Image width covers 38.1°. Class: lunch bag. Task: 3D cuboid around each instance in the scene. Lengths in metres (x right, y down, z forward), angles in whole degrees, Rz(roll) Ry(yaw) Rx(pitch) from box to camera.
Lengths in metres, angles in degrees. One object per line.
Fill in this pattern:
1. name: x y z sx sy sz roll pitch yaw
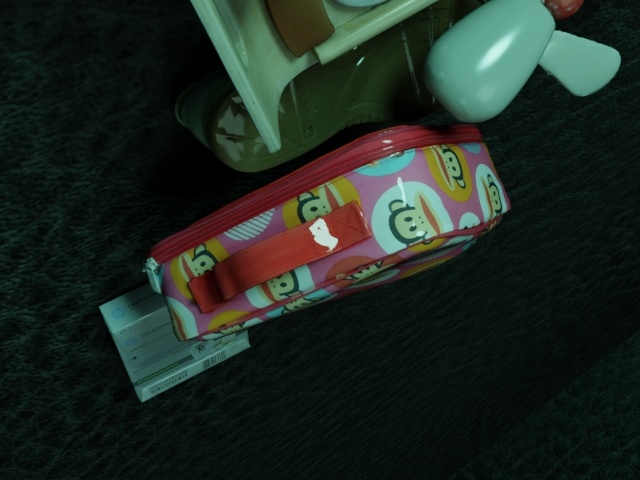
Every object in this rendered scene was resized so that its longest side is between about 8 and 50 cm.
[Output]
1. lunch bag: 0.000 0.000 0.804 0.293 0.120 0.258 -24 176 29

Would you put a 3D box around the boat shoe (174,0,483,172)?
1. boat shoe: 0.018 -0.145 0.765 0.285 0.089 0.105 -22 125 -28

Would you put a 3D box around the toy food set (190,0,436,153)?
1. toy food set: 0.070 -0.187 0.524 0.306 0.092 0.220 -29 150 -1

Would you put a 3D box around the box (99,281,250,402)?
1. box: -0.152 0.096 1.009 0.145 0.038 0.186 -27 154 -15

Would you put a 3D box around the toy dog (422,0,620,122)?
1. toy dog: 0.205 -0.230 0.737 0.333 0.220 0.161 -22 -176 -6
